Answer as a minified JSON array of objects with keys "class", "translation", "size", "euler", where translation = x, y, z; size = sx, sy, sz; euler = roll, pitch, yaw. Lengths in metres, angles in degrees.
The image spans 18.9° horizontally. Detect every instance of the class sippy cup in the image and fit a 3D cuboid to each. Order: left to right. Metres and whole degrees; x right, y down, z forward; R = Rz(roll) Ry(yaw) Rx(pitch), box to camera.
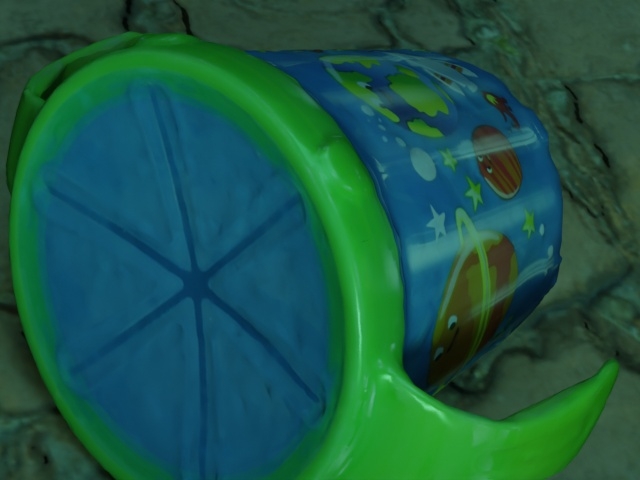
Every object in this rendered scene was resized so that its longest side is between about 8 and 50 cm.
[{"class":"sippy cup","translation":[0.000,0.000,0.973],"size":[0.224,0.240,0.305],"euler":[-20,83,-48]}]
